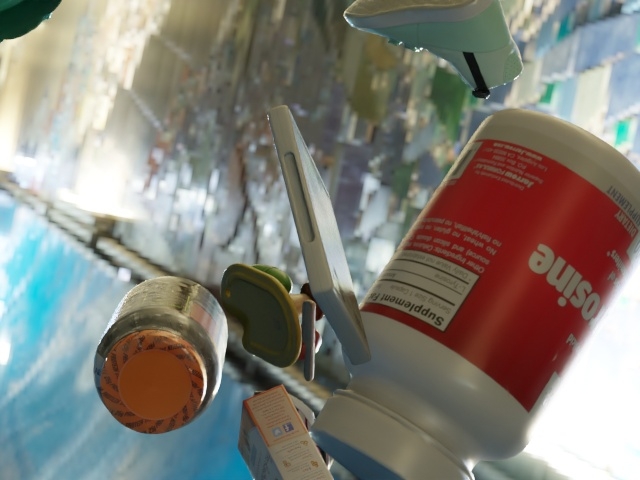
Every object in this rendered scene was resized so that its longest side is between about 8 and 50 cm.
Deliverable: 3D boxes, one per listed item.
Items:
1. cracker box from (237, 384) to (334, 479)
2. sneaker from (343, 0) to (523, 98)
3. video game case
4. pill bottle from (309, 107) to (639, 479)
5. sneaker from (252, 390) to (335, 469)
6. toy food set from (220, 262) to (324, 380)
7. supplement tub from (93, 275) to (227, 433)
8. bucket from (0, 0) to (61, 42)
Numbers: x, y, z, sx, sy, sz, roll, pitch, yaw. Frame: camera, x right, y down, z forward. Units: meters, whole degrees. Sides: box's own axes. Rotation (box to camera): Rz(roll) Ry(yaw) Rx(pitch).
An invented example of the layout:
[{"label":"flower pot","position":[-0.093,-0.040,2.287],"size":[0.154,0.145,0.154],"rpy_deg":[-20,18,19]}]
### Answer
[{"label":"cracker box","position":[-0.034,0.332,1.952],"size":[0.067,0.232,0.155],"rpy_deg":[-21,152,-19]},{"label":"sneaker","position":[0.138,-0.244,1.794],"size":[0.256,0.094,0.151],"rpy_deg":[14,142,52]},{"label":"video game case","position":[0.000,0.000,1.317],"size":[0.023,0.183,0.201],"rpy_deg":[-17,155,5]},{"label":"pill bottle","position":[0.169,0.081,1.529],"size":[0.229,0.407,0.229],"rpy_deg":[32,165,9]},{"label":"sneaker","position":[-0.040,0.299,2.194],"size":[0.178,0.077,0.072],"rpy_deg":[44,146,-20]},{"label":"toy food set","position":[-0.044,0.095,1.881],"size":[0.071,0.128,0.218],"rpy_deg":[-17,-155,-33]},{"label":"supplement tub","position":[-0.245,0.178,2.231],"size":[0.194,0.193,0.316],"rpy_deg":[11,-170,-3]},{"label":"bucket","position":[-0.440,-0.381,1.789],"size":[0.281,0.281,0.183],"rpy_deg":[11,-167,-13]}]
